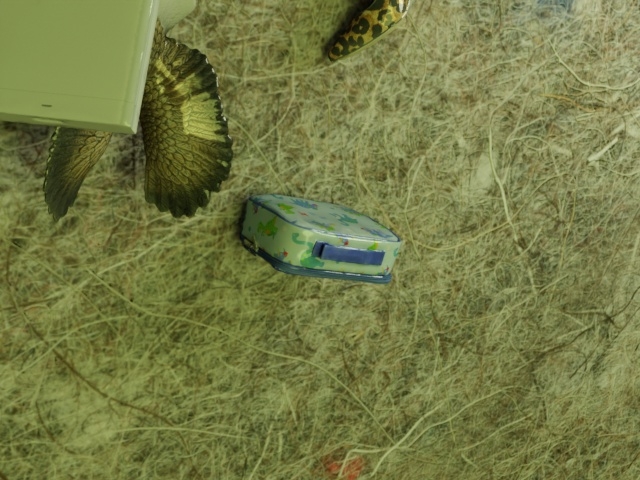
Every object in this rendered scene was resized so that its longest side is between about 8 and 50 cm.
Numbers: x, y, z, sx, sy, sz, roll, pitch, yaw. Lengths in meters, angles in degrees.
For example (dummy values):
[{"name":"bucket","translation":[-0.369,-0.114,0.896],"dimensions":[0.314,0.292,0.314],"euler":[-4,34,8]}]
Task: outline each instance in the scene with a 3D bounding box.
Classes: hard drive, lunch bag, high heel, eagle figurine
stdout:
[{"name":"hard drive","translation":[-0.291,-0.285,1.336],"dimensions":[0.040,0.203,0.307],"euler":[61,36,-77]},{"name":"lunch bag","translation":[0.000,0.000,1.703],"dimensions":[0.219,0.176,0.090],"euler":[7,105,-36]},{"name":"high heel","translation":[0.068,-0.401,1.664],"dimensions":[0.261,0.093,0.186],"euler":[-42,104,3]},{"name":"eagle figurine","translation":[-0.242,-0.184,1.445],"dimensions":[0.226,0.298,0.225],"euler":[-12,165,7]}]
